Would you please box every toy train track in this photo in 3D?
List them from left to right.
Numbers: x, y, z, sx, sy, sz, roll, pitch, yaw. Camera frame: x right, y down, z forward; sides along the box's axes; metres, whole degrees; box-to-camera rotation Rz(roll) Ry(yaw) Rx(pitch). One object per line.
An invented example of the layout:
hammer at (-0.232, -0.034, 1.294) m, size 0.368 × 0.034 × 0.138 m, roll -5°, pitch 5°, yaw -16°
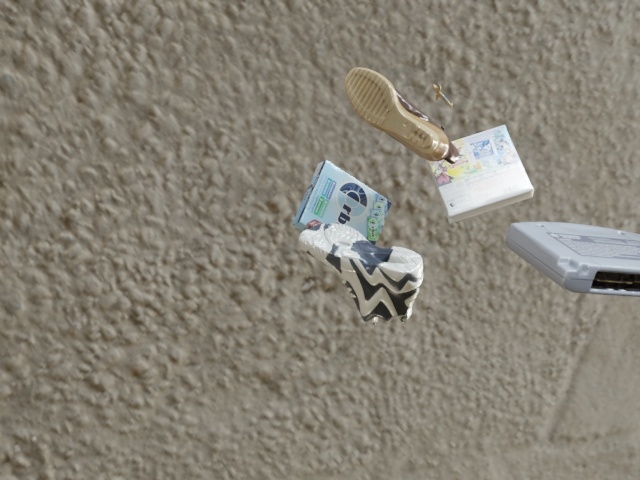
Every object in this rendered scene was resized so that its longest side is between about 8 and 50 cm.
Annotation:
toy train track at (0.299, -0.350, 2.138) m, size 0.014 × 0.083 × 0.048 m, roll -20°, pitch 144°, yaw -20°

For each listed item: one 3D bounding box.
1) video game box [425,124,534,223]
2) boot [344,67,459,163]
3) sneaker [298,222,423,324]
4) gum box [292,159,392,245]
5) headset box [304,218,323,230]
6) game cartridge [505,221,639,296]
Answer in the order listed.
video game box at (0.364, -0.155, 2.051) m, size 0.205 × 0.187 × 0.048 m, roll -17°, pitch 156°, yaw 1°
boot at (0.167, -0.244, 1.792) m, size 0.090 × 0.248 × 0.207 m, roll -49°, pitch 163°, yaw 12°
sneaker at (0.065, 0.070, 1.513) m, size 0.094 × 0.234 × 0.153 m, roll -45°, pitch 143°, yaw -49°
gum box at (0.049, -0.058, 1.900) m, size 0.184 × 0.041 × 0.157 m, roll 30°, pitch 68°, yaw -21°
headset box at (0.000, 0.000, 1.808) m, size 0.032 × 0.083 × 0.062 m, roll -28°, pitch 139°, yaw -50°
game cartridge at (0.459, 0.029, 1.441) m, size 0.294 × 0.196 × 0.060 m, roll 5°, pitch 115°, yaw -23°
